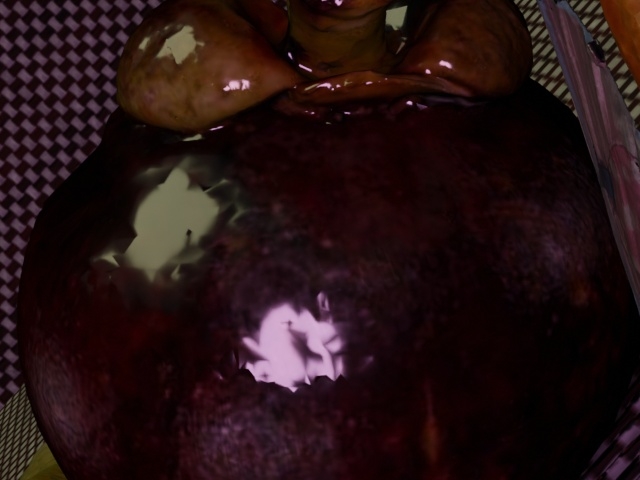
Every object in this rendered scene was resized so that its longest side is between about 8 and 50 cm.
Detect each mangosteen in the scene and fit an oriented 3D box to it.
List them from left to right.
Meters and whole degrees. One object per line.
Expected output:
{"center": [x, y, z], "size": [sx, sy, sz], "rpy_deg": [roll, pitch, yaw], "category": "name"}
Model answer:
{"center": [-0.003, 0.017, 0.836], "size": [0.297, 0.293, 0.297], "rpy_deg": [-33, 19, 13], "category": "mangosteen"}

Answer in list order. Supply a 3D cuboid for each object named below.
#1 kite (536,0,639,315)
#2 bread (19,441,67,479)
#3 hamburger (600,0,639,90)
{"center": [0.116, 0.063, 0.452], "size": [0.011, 0.335, 0.314], "rpy_deg": [-21, -31, -2], "category": "kite"}
{"center": [-0.130, 0.250, 0.888], "size": [0.233, 0.245, 0.362], "rpy_deg": [-47, -4, 14], "category": "bread"}
{"center": [0.223, -0.133, 0.485], "size": [0.314, 0.290, 0.170], "rpy_deg": [-48, 11, 23], "category": "hamburger"}
